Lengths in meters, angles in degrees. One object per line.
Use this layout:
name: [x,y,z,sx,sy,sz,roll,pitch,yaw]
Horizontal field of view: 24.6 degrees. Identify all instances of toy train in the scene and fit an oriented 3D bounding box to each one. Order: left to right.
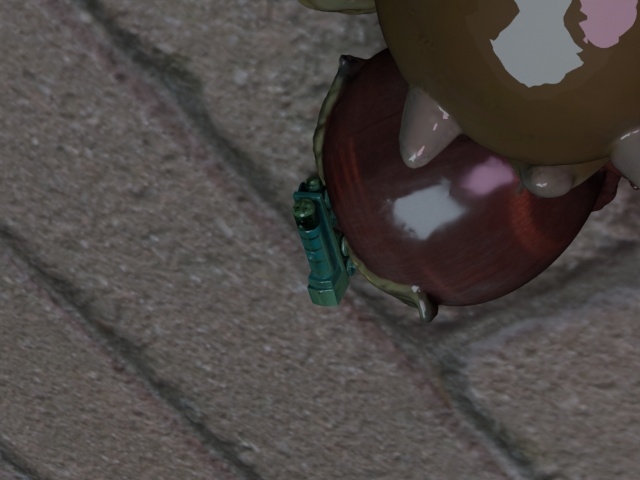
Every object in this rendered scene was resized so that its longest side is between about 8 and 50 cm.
toy train: [0.000,0.000,0.974,0.029,0.045,0.092,5,135,24]

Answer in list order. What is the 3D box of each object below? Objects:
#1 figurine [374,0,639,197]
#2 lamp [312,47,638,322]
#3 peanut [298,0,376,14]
figurine: [0.100,-0.138,0.547,0.177,0.173,0.247,27,112,6]
lamp: [0.079,-0.058,0.789,0.223,0.151,0.215,-44,145,26]
peanut: [-0.013,-0.259,0.647,0.174,0.158,0.340,31,141,42]
